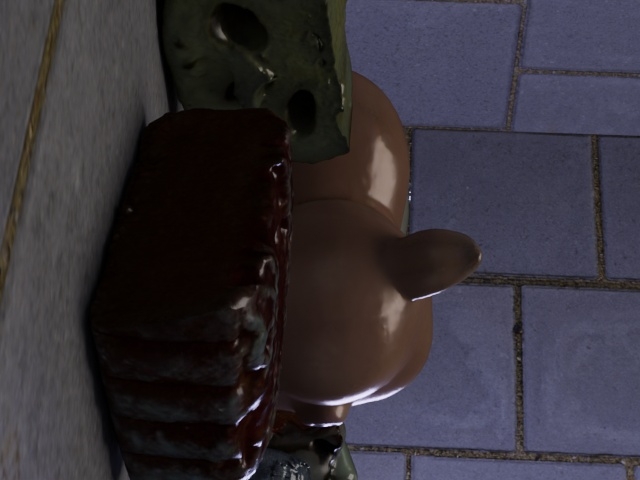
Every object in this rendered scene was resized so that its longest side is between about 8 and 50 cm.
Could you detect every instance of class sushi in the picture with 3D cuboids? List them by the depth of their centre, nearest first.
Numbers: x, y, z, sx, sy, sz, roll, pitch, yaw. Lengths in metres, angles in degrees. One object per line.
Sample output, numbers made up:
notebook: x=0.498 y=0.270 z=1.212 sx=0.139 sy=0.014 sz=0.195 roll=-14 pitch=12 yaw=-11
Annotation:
sushi: x=-0.041 y=0.273 z=1.568 sx=0.130 sy=0.124 sz=0.332 roll=-97 pitch=-172 yaw=-50

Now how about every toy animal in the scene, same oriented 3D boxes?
toy animal: x=0.000 y=0.000 z=1.344 sx=0.269 sy=0.237 sz=0.326 roll=144 pitch=-54 yaw=-82

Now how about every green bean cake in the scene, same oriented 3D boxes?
green bean cake: x=-0.068 y=0.018 z=0.905 sx=0.198 sy=0.097 sz=0.232 roll=90 pitch=3 yaw=-47

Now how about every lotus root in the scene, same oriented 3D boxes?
lotus root: x=-0.038 y=-0.167 z=1.056 sx=0.235 sy=0.138 sz=0.119 roll=89 pitch=-2 yaw=-50

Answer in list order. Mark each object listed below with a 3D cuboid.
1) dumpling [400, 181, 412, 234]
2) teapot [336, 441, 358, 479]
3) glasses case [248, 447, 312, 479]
dumpling: x=-0.018 y=0.004 z=1.643 sx=0.341 sy=0.181 sz=0.260 roll=26 pitch=-87 yaw=49
teapot: x=-0.013 y=0.175 z=1.967 sx=0.220 sy=0.149 sz=0.318 roll=76 pitch=15 yaw=-78
glasses case: x=-0.059 y=0.210 z=1.209 sx=0.282 sy=0.109 sz=0.067 roll=84 pitch=10 yaw=-73
